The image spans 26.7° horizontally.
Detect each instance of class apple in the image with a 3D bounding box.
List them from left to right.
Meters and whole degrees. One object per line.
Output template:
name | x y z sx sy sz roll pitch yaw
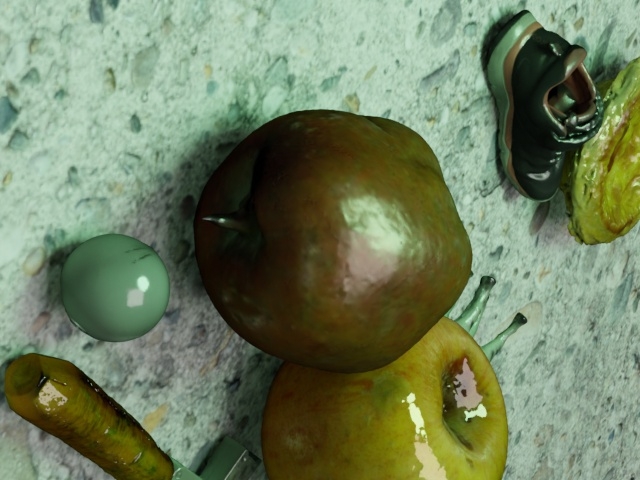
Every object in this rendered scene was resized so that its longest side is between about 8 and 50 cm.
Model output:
apple | 0.068 0.225 1.569 0.299 0.275 0.299 20 64 -49

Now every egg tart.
egg tart | 0.416 -0.134 1.927 0.295 0.116 0.294 -34 137 -39

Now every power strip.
power strip | -0.125 0.298 1.540 0.145 0.061 0.215 -56 144 -11

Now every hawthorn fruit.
hawthorn fruit | 0.000 0.000 1.347 0.301 0.268 0.267 6 106 -52

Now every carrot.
carrot | -0.226 0.187 1.342 0.070 0.070 0.260 -54 144 -15

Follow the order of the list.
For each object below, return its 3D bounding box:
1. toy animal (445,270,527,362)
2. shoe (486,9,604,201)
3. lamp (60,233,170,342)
toy animal | 0.178 0.116 1.804 0.255 0.090 0.170 16 102 -52
shoe | 0.304 -0.164 1.746 0.114 0.137 0.291 -45 142 -25
lamp | -0.194 0.045 1.268 0.105 0.105 0.105 -29 131 -39
